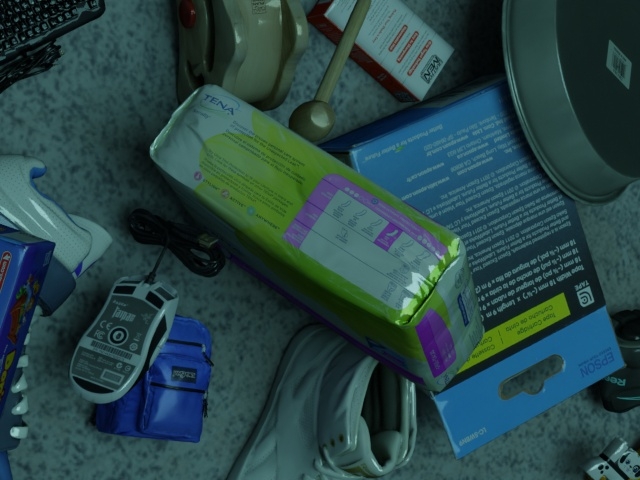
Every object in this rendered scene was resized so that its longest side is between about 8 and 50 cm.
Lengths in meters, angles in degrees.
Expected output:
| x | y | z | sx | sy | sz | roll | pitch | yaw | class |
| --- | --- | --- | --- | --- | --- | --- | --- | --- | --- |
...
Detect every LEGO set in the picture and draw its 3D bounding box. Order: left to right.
| x | y | z | sx | sy | sz | roll | pitch | yaw | class |
| --- | --- | --- | --- | --- | --- | --- | --- | --- | --- |
| 0.378 | 0.276 | 1.843 | 0.093 | 0.087 | 0.227 | -47 | 112 | -2 | LEGO set |

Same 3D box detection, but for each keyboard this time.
| x | y | z | sx | sy | sz | roll | pitch | yaw | class |
| --- | --- | --- | --- | --- | --- | --- | --- | --- | --- |
| -0.276 | -0.192 | 1.508 | 0.192 | 0.038 | 0.100 | -31 | 106 | -23 | keyboard |

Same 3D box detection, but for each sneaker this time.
| x | y | z | sx | sy | sz | roll | pitch | yaw | class |
| --- | --- | --- | --- | --- | --- | --- | --- | --- | --- |
| -0.269 | 0.083 | 1.469 | 0.236 | 0.130 | 0.323 | -26 | 98 | -20 | sneaker |
| -0.002 | 0.228 | 1.597 | 0.108 | 0.169 | 0.292 | 19 | 84 | -29 | sneaker |
| 0.414 | 0.119 | 1.870 | 0.267 | 0.101 | 0.106 | -12 | 120 | -28 | sneaker |

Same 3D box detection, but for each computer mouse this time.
| x | y | z | sx | sy | sz | roll | pitch | yaw | class |
| --- | --- | --- | --- | --- | --- | --- | --- | --- | --- |
| -0.166 | 0.067 | 1.504 | 0.193 | 0.106 | 0.042 | -63 | 160 | -22 | computer mouse |

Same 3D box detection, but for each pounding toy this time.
| x | y | z | sx | sy | sz | roll | pitch | yaw | class |
| --- | --- | --- | --- | --- | --- | --- | --- | --- | --- |
| -0.053 | -0.206 | 1.575 | 0.155 | 0.154 | 0.269 | -10 | 78 | -27 | pounding toy |

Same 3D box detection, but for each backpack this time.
| x | y | z | sx | sy | sz | roll | pitch | yaw | class |
| --- | --- | --- | --- | --- | --- | --- | --- | --- | --- |
| -0.147 | 0.127 | 1.555 | 0.098 | 0.101 | 0.120 | 11 | 83 | -34 | backpack |

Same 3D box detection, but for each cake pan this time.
| x | y | z | sx | sy | sz | roll | pitch | yaw | class |
| --- | --- | --- | --- | --- | --- | --- | --- | --- | --- |
| 0.288 | -0.184 | 1.730 | 0.293 | 0.054 | 0.293 | 16 | 70 | -50 | cake pan |

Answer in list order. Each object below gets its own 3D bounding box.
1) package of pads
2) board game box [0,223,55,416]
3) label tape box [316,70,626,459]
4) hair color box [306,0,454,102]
| x | y | z | sx | sy | sz | roll | pitch | yaw | class |
| --- | --- | --- | --- | --- | --- | --- | --- | --- | --- |
| 0.000 | 0.000 | 1.482 | 0.296 | 0.229 | 0.101 | 33 | 79 | 20 | package of pads |
| -0.382 | 0.128 | 1.340 | 0.233 | 0.078 | 0.347 | 20 | 95 | 7 | board game box |
| 0.152 | 0.021 | 1.704 | 0.240 | 0.106 | 0.333 | -24 | 103 | -26 | label tape box |
| 0.062 | -0.210 | 1.683 | 0.141 | 0.043 | 0.072 | 40 | 74 | -22 | hair color box |
